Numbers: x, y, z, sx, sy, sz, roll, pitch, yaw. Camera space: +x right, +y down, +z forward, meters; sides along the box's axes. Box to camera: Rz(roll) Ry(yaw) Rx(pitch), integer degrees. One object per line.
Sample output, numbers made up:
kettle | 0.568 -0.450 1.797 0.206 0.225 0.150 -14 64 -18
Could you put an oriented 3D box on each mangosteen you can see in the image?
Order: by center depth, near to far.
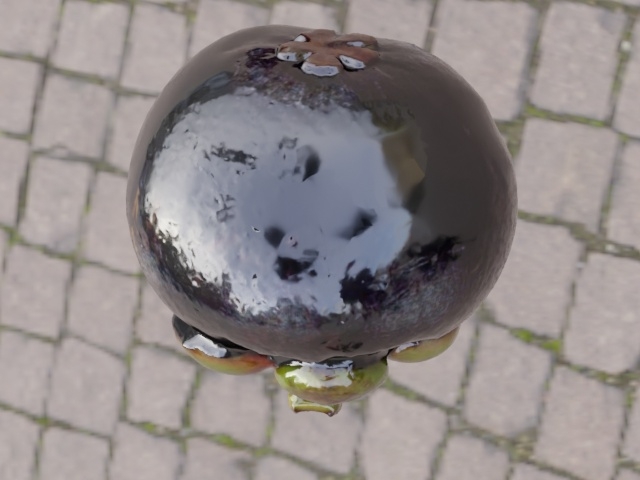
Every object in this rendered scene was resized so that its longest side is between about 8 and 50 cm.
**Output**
mangosteen | 0.000 0.000 1.303 0.275 0.275 0.302 25 128 32
